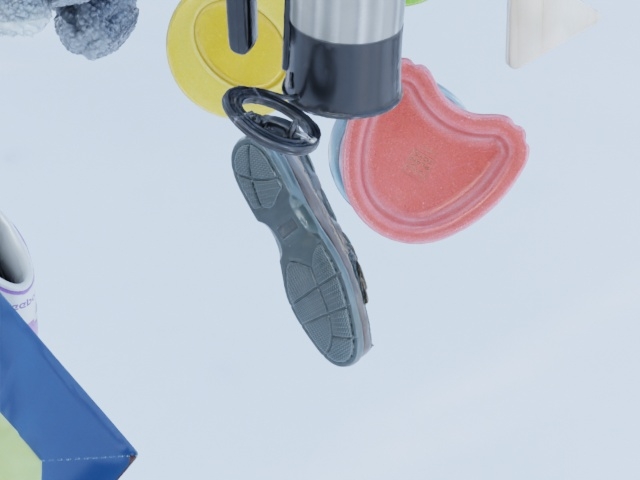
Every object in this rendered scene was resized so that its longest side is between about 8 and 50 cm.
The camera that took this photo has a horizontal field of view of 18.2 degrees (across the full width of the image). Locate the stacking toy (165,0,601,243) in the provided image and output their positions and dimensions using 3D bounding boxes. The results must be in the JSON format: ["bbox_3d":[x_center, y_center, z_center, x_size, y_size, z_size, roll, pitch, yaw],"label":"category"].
[{"bbox_3d":[0.052,-0.171,1.678,0.309,0.279,0.130,39,6,-12],"label":"stacking toy"}]

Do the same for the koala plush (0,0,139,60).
[{"bbox_3d":[-0.196,-0.235,1.487,0.203,0.196,0.221,32,17,-13],"label":"koala plush"}]

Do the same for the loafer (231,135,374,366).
[{"bbox_3d":[0.000,0.000,2.125,0.084,0.096,0.267,-25,89,-43],"label":"loafer"}]

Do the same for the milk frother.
[{"bbox_3d":[-0.001,-0.141,1.305,0.129,0.135,0.143,-1,32,-5],"label":"milk frother"}]

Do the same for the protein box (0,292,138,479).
[{"bbox_3d":[-0.301,0.150,1.675,0.201,0.200,0.136,3,47,53],"label":"protein box"}]

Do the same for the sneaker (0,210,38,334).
[{"bbox_3d":[-0.364,-0.005,1.896,0.282,0.161,0.102,34,46,24],"label":"sneaker"}]
